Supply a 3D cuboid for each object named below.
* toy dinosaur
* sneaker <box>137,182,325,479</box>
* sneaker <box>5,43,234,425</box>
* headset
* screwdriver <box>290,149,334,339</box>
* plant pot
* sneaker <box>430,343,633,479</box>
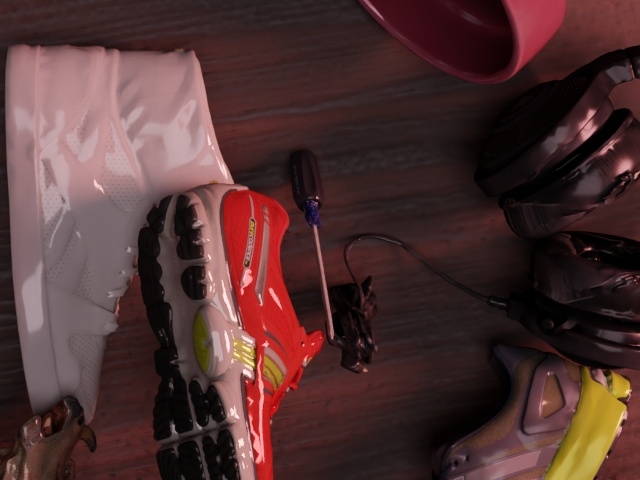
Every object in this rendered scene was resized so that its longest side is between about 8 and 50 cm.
[{"bbox_3d":[-0.279,0.241,1.131,0.295,0.200,0.127,-32,85,39],"label":"toy dinosaur"},{"bbox_3d":[-0.047,0.098,1.087,0.118,0.107,0.279,-6,93,-37],"label":"sneaker"},{"bbox_3d":[-0.139,0.001,1.137,0.169,0.108,0.293,-2,100,-7],"label":"sneaker"},{"bbox_3d":[0.195,0.000,1.157,0.394,0.185,0.243,-16,104,10],"label":"headset"},{"bbox_3d":[0.000,0.000,1.147,0.025,0.170,0.024,-23,143,11],"label":"screwdriver"},{"bbox_3d":[0.123,-0.242,1.104,0.180,0.201,0.201,-45,106,-16],"label":"plant pot"},{"bbox_3d":[0.130,0.218,1.228,0.121,0.111,0.300,27,79,1],"label":"sneaker"}]
